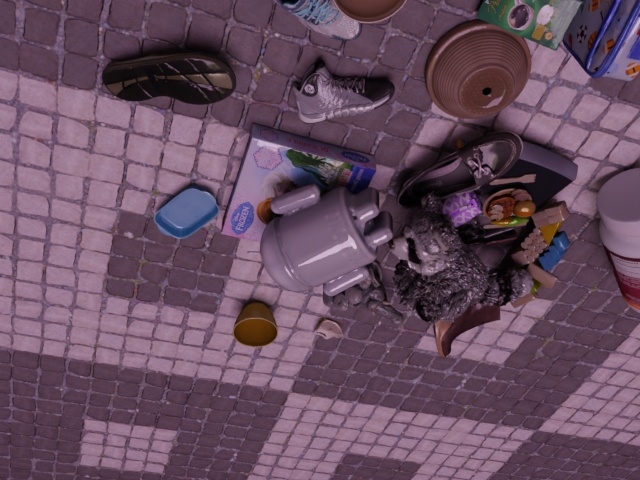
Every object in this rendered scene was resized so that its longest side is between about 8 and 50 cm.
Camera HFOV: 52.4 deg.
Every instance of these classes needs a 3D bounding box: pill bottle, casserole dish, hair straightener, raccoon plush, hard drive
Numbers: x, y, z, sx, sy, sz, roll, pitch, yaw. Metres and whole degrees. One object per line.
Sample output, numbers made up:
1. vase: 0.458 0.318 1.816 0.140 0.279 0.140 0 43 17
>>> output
1. pill bottle: 0.874 0.009 1.725 0.224 0.224 0.392 -24 128 17
2. casserole dish: -0.348 -0.078 1.697 0.188 0.037 0.114 -33 126 24
3. hair straightener: 0.424 -0.025 1.794 0.230 0.047 0.089 -9 132 11
4. raccoon plush: 0.370 0.018 1.648 0.446 0.216 0.299 -12 137 -26
5. hard drive: 0.504 -0.163 1.628 0.254 0.054 0.172 15 141 -25

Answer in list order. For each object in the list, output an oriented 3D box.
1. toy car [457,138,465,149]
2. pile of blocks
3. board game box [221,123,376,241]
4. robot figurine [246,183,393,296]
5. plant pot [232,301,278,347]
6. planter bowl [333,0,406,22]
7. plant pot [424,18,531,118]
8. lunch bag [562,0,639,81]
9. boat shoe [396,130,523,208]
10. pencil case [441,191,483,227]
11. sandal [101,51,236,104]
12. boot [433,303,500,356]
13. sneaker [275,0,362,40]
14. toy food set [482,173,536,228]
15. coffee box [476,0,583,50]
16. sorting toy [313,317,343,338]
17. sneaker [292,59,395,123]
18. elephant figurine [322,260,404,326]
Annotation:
1. toy car: 0.398 -0.245 1.589 0.121 0.041 0.060 7 150 -12
2. pile of blocks: 0.615 0.032 1.792 0.149 0.112 0.362 37 136 21
3. board game box: -0.063 -0.114 1.661 0.317 0.066 0.319 12 130 -14
4. robot figurine: 0.000 0.000 1.588 0.353 0.200 0.300 -26 109 17
5. plant pot: -0.195 0.242 1.952 0.134 0.095 0.134 -2 132 -2
6. planter bowl: 0.093 -0.524 1.272 0.162 0.109 0.162 -3 130 -4
7. plant pot: 0.357 -0.357 1.441 0.237 0.110 0.237 -2 131 -3
8. lunch bag: 0.594 -0.477 1.258 0.114 0.243 0.303 5 132 -9
9. boat shoe: 0.326 -0.154 1.560 0.335 0.095 0.112 -24 104 40
10. pencil case: 0.333 -0.061 1.717 0.206 0.088 0.086 -36 104 27
11. sandal: -0.329 -0.367 1.414 0.302 0.086 0.120 4 139 12
12. boot: 0.454 0.263 2.014 0.206 0.090 0.249 -8 128 7
13. sneaker: -0.033 -0.477 1.299 0.283 0.122 0.110 29 124 -26
14. toy food set: 0.478 -0.083 1.644 0.132 0.039 0.192 -6 140 4
15. coffee box: 0.428 -0.480 1.339 0.184 0.040 0.113 24 130 5
16. sorting toy: 0.016 0.285 2.044 0.083 0.045 0.075 23 134 -23
17. sneaker: 0.044 -0.347 1.449 0.228 0.086 0.132 -14 129 10
18. elephant figurine: 0.120 0.139 1.853 0.169 0.186 0.239 3 173 41
